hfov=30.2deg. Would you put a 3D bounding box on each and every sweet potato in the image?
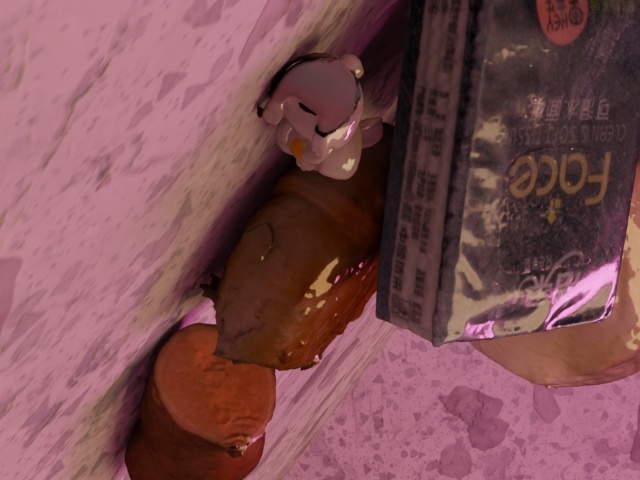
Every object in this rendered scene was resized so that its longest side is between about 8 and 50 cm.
[{"bbox_3d":[-0.127,0.206,1.184,0.131,0.131,0.337,-46,169,-32],"label":"sweet potato"}]

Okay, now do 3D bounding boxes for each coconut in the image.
[{"bbox_3d":[0.254,-0.039,1.384,0.344,0.415,0.415,-40,169,-11],"label":"coconut"}]

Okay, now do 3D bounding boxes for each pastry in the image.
[{"bbox_3d":[0.000,-0.002,1.045,0.236,0.121,0.257,-58,166,12],"label":"pastry"}]

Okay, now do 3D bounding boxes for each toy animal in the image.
[{"bbox_3d":[0.000,-0.086,0.871,0.124,0.071,0.085,81,29,-66],"label":"toy animal"}]

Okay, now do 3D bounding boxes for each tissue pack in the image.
[{"bbox_3d":[0.163,-0.083,0.963,0.228,0.103,0.316,-5,107,-38],"label":"tissue pack"}]
